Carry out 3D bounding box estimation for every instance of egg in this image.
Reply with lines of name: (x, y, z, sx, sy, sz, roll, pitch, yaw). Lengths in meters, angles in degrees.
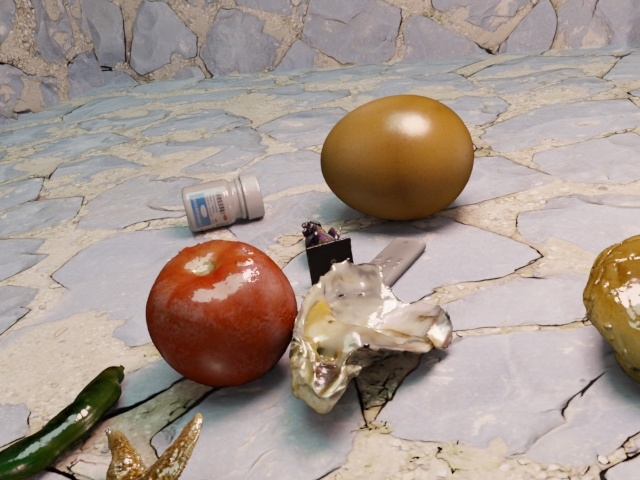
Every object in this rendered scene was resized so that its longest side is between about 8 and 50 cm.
egg: (0.147, -0.163, 1.338, 0.323, 0.250, 0.250, 0, 26, 34)

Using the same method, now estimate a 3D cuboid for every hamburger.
hamburger: (0.448, 0.081, 0.854, 0.211, 0.132, 0.309, 5, 30, 23)

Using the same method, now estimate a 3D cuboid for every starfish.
starfish: (-0.217, 0.278, 0.718, 0.277, 0.062, 0.235, -11, 33, 41)

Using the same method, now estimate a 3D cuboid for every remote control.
remote control: (0.100, 0.056, 1.149, 0.067, 0.029, 0.261, 8, 30, 33)

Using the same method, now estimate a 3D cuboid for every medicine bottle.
medicine bottle: (-0.214, -0.084, 1.473, 0.168, 0.105, 0.105, -14, 25, -9)

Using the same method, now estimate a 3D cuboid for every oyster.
oyster: (0.059, 0.126, 0.935, 0.271, 0.100, 0.275, -11, 26, -18)

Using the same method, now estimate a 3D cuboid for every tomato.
tomato: (-0.136, 0.105, 0.944, 0.208, 0.184, 0.208, -12, 33, 8)

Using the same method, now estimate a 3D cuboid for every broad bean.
broad bean: (-0.378, 0.253, 0.880, 0.292, 0.049, 0.144, -25, 28, -28)

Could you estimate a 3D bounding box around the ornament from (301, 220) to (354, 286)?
ornament: (0.009, -0.001, 1.239, 0.081, 0.088, 0.203, -10, 23, -2)
